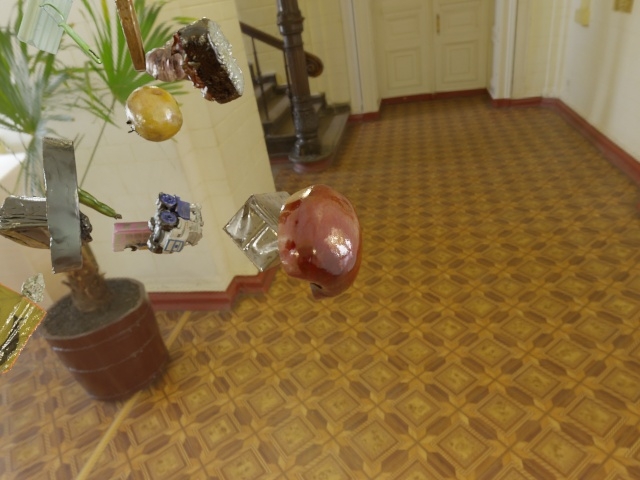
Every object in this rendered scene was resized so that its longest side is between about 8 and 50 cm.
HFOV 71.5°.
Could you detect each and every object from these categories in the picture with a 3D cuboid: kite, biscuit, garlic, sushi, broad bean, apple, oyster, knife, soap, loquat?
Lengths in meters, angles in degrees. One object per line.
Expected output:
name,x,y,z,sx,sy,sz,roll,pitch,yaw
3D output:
kite,-0.912,0.203,1.153,0.378,0.327,0.013,-9,11,-6
biscuit,-0.721,-0.831,1.655,0.075,0.358,0.380,-12,62,-17
garlic,-0.644,-0.783,1.937,0.245,0.160,0.244,9,32,-6
sushi,-0.416,-0.674,1.708,0.182,0.343,0.196,-8,52,15
broad bean,-0.761,-0.141,1.425,0.060,0.297,0.043,10,69,26
apple,0.000,0.000,1.430,0.296,0.328,0.364,13,52,-7
oyster,-1.096,0.188,1.712,0.037,0.100,0.098,-18,13,35
knife,-0.752,-0.634,1.360,0.015,0.212,0.054,-22,31,36
soap,-0.921,-0.742,1.488,0.067,0.197,0.119,27,12,5
loquat,-0.616,-0.462,1.634,0.213,0.212,0.213,-7,30,4

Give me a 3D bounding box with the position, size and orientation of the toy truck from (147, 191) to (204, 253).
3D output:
toy truck,-0.504,-0.053,1.563,0.177,0.161,0.213,12,41,-30

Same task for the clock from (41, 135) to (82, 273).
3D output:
clock,-0.524,-0.070,0.903,0.056,0.280,0.281,-5,24,-30

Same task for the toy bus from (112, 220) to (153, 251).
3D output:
toy bus,-0.704,-0.021,1.816,0.274,0.112,0.090,-5,42,-16

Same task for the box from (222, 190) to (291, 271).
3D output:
box,-0.172,-0.044,1.656,0.190,0.225,0.297,-46,-7,18

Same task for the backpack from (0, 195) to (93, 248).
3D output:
backpack,-0.727,-0.039,1.203,0.207,0.258,0.133,0,69,-3
